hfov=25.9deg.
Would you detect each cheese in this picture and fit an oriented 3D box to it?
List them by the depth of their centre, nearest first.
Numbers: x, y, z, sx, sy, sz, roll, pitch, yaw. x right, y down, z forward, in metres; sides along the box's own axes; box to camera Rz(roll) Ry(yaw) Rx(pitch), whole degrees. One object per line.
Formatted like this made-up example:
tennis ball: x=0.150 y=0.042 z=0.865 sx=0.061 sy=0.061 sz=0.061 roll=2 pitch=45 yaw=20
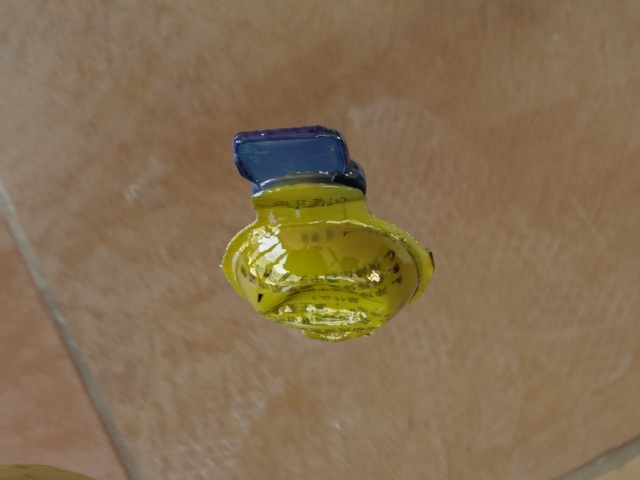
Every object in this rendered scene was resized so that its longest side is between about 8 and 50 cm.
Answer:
cheese: x=0.000 y=0.000 z=0.983 sx=0.156 sy=0.250 sz=0.064 roll=-3 pitch=56 yaw=8

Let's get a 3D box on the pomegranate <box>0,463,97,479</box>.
pomegranate: x=-0.173 y=0.262 z=0.693 sx=0.342 sy=0.342 sz=0.343 roll=-1 pitch=77 yaw=5
